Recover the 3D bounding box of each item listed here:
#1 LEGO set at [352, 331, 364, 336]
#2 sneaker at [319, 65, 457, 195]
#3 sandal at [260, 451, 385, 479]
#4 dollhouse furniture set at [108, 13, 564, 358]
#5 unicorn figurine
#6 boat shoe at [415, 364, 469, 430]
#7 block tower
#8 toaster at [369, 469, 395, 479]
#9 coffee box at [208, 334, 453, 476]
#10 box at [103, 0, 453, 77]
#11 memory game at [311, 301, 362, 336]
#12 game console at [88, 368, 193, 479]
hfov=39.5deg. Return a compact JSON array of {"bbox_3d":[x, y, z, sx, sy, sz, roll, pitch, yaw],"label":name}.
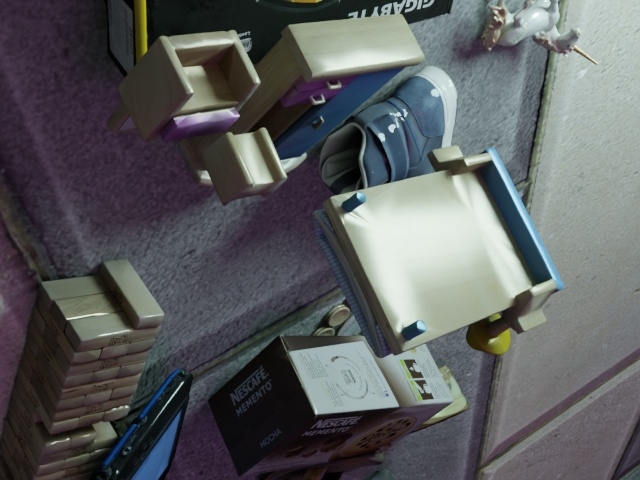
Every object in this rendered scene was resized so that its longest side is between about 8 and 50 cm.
[{"bbox_3d":[0.086,0.128,1.281,0.083,0.023,0.054,-32,145,-13],"label":"LEGO set"},{"bbox_3d":[0.078,-0.066,1.004,0.163,0.086,0.226,-37,138,-26],"label":"sneaker"},{"bbox_3d":[0.002,0.373,1.406,0.220,0.060,0.090,-16,155,16],"label":"sandal"},{"bbox_3d":[0.000,0.000,0.746,0.286,0.303,0.198,-18,167,-41],"label":"dollhouse furniture set"},{"bbox_3d":[0.246,-0.252,1.010,0.162,0.060,0.111,-10,139,-15],"label":"unicorn figurine"},{"bbox_3d":[0.115,0.282,1.472,0.285,0.089,0.104,-9,161,-35],"label":"boat shoe"},{"bbox_3d":[-0.268,0.177,0.946,0.097,0.091,0.335,-6,133,-42],"label":"block tower"},{"bbox_3d":[0.104,0.555,1.737,0.168,0.110,0.185,-35,146,-7],"label":"toaster"},{"bbox_3d":[0.020,0.220,1.228,0.297,0.118,0.168,7,139,-48],"label":"coffee box"},{"bbox_3d":[-0.013,-0.273,0.700,0.322,0.079,0.257,-21,140,-28],"label":"box"},{"bbox_3d":[0.059,0.125,1.286,0.186,0.012,0.186,-26,144,-21],"label":"memory game"},{"bbox_3d":[-0.177,0.339,1.034,0.250,0.173,0.293,-55,171,-39],"label":"game console"}]
